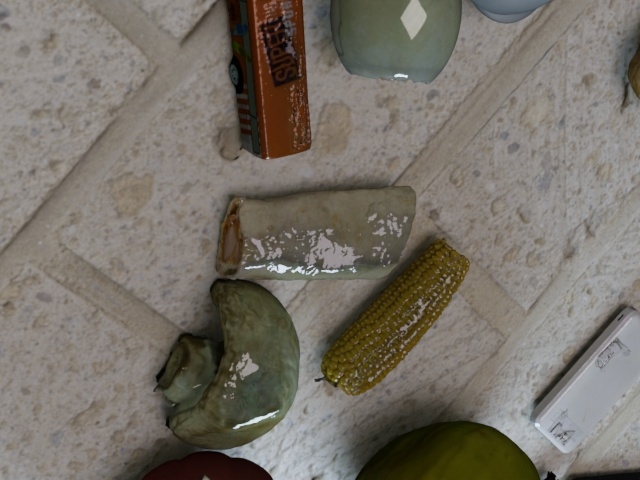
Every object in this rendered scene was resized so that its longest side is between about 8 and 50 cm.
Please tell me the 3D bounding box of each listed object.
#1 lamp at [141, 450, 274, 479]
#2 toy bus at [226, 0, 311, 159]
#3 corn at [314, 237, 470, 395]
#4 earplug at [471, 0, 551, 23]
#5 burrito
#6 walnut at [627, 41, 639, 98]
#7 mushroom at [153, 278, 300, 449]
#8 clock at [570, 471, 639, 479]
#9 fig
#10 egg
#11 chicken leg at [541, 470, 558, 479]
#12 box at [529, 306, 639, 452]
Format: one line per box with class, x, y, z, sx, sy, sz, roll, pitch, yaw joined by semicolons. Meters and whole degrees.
lamp;-0.169;0.469;1.613;0.303;0.257;0.303;2;74;-9
toy bus;-0.074;-0.310;1.443;0.093;0.092;0.408;-16;117;-22
corn;0.119;0.132;1.716;0.310;0.101;0.101;-45;122;-5
earplug;0.277;-0.403;1.478;0.175;0.325;0.214;2;104;11
burrito;0.000;-0.004;1.599;0.299;0.105;0.143;-4;108;-23
walnut;0.583;-0.276;1.748;0.184;0.155;0.155;19;101;-36
mushroom;-0.116;0.208;1.593;0.190;0.164;0.267;27;97;-31
clock;0.601;0.590;2.081;0.274;0.049;0.278;0;73;-27
fig;0.223;0.446;1.776;0.344;0.343;0.343;-10;114;-22
egg;0.104;-0.325;1.474;0.183;0.183;0.217;1;102;-26
chicken leg;0.378;0.489;1.998;0.234;0.063;0.105;-7;79;-14
box;0.513;0.260;1.992;0.285;0.044;0.142;-48;125;-2
